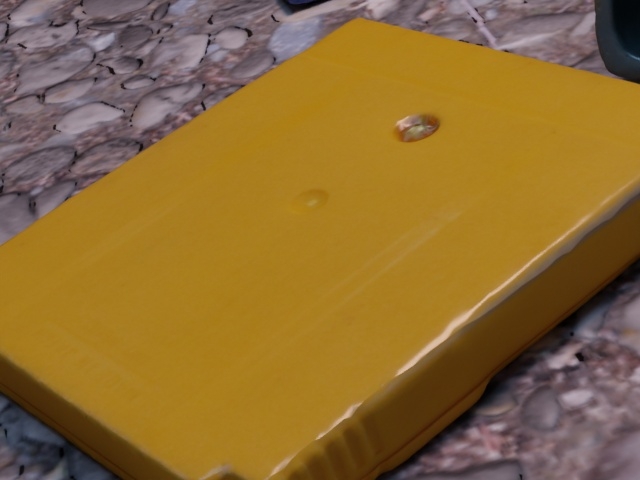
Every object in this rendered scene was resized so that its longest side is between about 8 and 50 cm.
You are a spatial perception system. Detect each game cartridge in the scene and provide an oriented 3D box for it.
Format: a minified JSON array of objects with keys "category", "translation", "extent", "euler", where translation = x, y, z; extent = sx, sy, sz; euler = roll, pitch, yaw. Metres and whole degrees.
[{"category":"game cartridge","translation":[0.000,0.000,0.731],"extent":[0.324,0.052,0.285],"euler":[-37,36,-25]}]

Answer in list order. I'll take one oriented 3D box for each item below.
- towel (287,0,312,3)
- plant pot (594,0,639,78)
[{"category":"towel","translation":[0.036,-0.274,1.159],"extent":[0.209,0.034,0.285],"euler":[-20,31,-4]},{"category":"plant pot","translation":[0.308,-0.240,0.790],"extent":[0.248,0.247,0.252],"euler":[7,28,34]}]
